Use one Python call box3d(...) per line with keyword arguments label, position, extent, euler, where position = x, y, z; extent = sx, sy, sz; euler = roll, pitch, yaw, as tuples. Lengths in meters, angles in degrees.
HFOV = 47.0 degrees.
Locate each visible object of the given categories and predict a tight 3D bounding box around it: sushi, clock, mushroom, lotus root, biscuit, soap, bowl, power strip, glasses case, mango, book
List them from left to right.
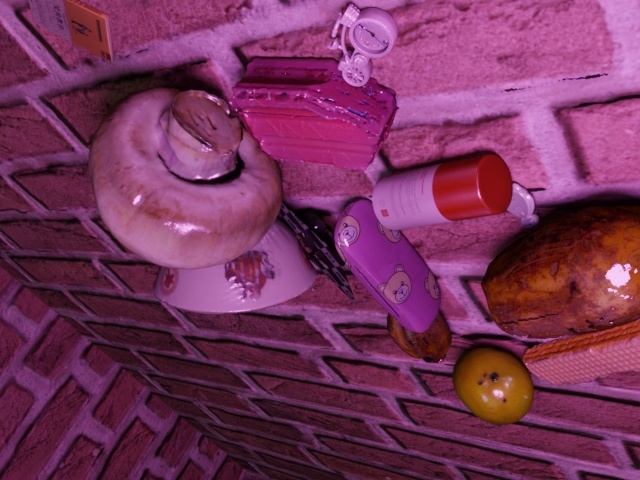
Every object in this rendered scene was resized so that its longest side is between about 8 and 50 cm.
box3d(label="book", position=(-0.455, -0.401, 1.335), extent=(0.172, 0.012, 0.118), euler=(27, 152, 5))
box3d(label="mushroom", position=(-0.226, -0.115, 1.270), extent=(0.352, 0.352, 0.260), euler=(33, 131, -6))
box3d(label="bowl", position=(-0.177, 0.011, 1.482), extent=(0.337, 0.337, 0.158), euler=(10, 113, 32))
box3d(label="soap", position=(-0.001, -0.194, 1.159), extent=(0.249, 0.099, 0.162), euler=(12, 147, 31))
box3d(label="sushi", position=(0.000, 0.000, 1.489), extent=(0.231, 0.047, 0.220), euler=(44, 167, 30))
box3d(label="clock", position=(0.055, -0.275, 1.039), extent=(0.087, 0.041, 0.129), euler=(26, 146, -2))
box3d(label="glasses case", position=(0.134, 0.054, 1.407), extent=(0.075, 0.123, 0.316), euler=(-5, 137, 46))
box3d(label="lotus root", position=(0.207, 0.184, 1.564), extent=(0.120, 0.120, 0.209), euler=(-1, 139, 43))
box3d(label="mango", position=(0.364, 0.317, 1.590), extent=(0.175, 0.143, 0.293), euler=(50, 170, 13))
box3d(label="power strip", position=(0.320, -0.058, 1.164), extent=(0.055, 0.035, 0.083), euler=(-15, 115, 52))
box3d(label="lotus root", position=(0.390, 0.046, 1.094), extent=(0.179, 0.195, 0.397), euler=(67, 155, 5))
box3d(label="biscuit", position=(0.526, 0.209, 1.368), extent=(0.094, 0.054, 0.378), euler=(36, 151, -10))

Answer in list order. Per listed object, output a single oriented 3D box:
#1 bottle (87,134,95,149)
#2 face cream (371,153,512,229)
box3d(label="bottle", position=(-0.469, -0.192, 1.646), extent=(0.063, 0.047, 0.101), euler=(-14, 131, 38))
box3d(label="face cream", position=(0.191, -0.074, 1.178), extent=(0.214, 0.096, 0.096), euler=(-8, 134, 48))
